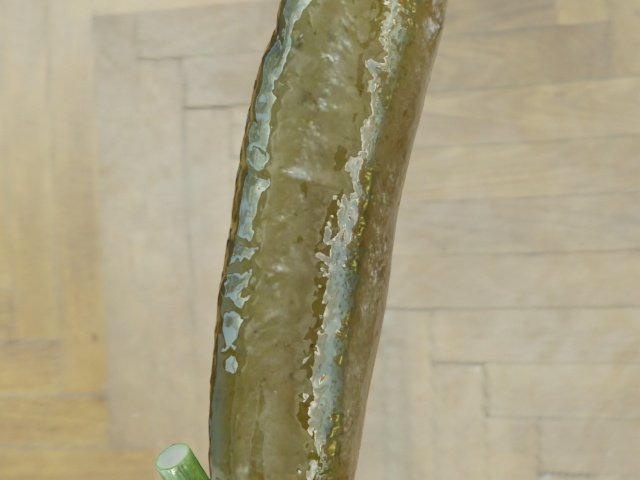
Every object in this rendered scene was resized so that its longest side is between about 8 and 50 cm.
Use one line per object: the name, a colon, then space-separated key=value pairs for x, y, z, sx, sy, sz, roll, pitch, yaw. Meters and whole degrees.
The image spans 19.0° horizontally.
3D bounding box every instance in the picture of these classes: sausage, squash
sausage: x=-0.002 y=0.000 z=1.378 sx=0.136 sy=0.123 sz=0.501 roll=16 pitch=97 yaw=47
squash: x=-0.082 y=0.176 z=1.299 sx=0.027 sy=0.027 sz=0.083 roll=-14 pitch=122 yaw=25
